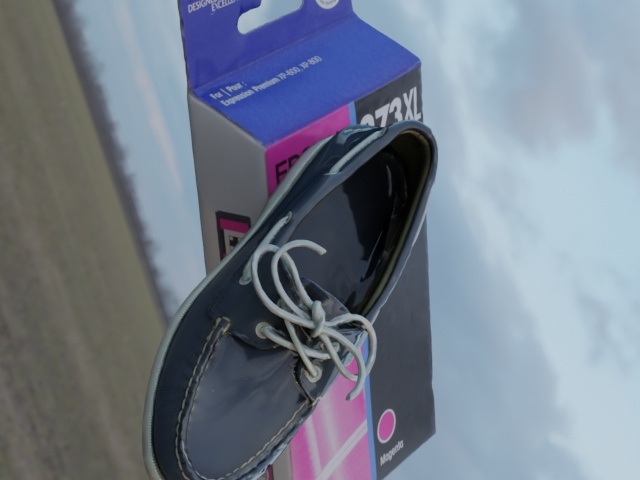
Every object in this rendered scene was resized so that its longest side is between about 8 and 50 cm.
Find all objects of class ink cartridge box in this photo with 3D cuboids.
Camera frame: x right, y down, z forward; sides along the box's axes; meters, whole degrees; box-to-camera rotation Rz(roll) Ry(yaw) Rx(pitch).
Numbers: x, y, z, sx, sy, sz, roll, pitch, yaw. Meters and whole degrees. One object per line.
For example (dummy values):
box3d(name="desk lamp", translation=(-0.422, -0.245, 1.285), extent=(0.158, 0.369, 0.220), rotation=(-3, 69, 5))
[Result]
box3d(name="ink cartridge box", translation=(0.000, 0.000, 1.028), extent=(0.069, 0.176, 0.371), rotation=(10, -62, 34))

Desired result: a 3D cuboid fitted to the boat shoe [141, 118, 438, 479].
box3d(name="boat shoe", translation=(-0.008, 0.035, 0.871), extent=(0.095, 0.254, 0.079), rotation=(45, -31, -15))
